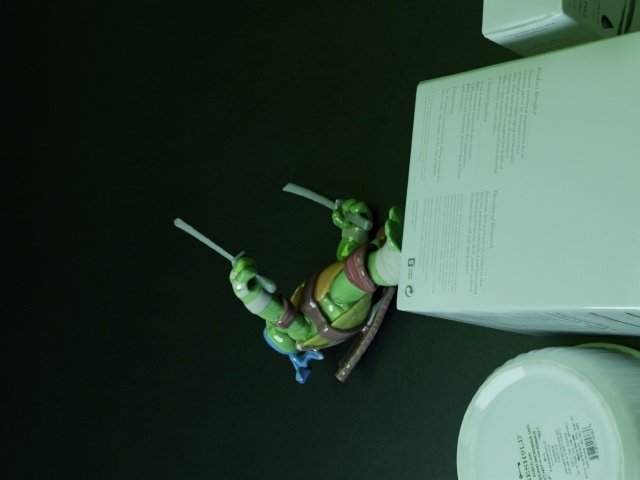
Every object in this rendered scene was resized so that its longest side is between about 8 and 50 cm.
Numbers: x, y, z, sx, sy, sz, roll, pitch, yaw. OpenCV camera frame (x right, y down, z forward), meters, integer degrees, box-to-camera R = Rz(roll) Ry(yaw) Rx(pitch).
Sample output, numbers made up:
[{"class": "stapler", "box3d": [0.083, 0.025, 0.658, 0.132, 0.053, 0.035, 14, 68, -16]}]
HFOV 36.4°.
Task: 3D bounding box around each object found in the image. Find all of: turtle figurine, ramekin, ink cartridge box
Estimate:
[{"class": "turtle figurine", "box3d": [0.000, 0.000, 1.038, 0.266, 0.198, 0.274, -28, 63, 38]}, {"class": "ramekin", "box3d": [0.209, 0.184, 0.807, 0.207, 0.109, 0.207, -17, 67, 47]}, {"class": "ink cartridge box", "box3d": [0.227, -0.217, 0.828, 0.082, 0.191, 0.139, -6, 76, 48]}]

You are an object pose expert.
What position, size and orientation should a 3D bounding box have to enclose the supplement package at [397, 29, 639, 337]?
[{"class": "supplement package", "box3d": [0.228, -0.028, 0.771, 0.263, 0.198, 0.199, -4, 76, 50]}]
